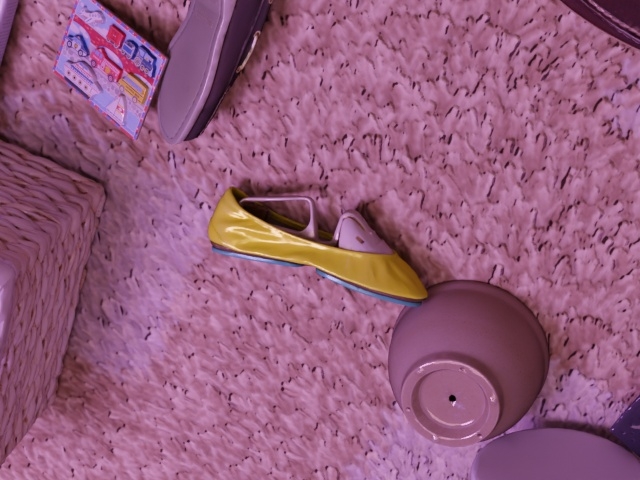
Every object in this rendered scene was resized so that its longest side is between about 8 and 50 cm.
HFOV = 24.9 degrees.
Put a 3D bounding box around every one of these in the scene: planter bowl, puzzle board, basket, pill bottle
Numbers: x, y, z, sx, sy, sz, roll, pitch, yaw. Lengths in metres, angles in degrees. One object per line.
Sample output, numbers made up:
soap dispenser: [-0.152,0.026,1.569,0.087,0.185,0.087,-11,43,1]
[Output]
planter bowl: [0.137,0.134,1.418,0.162,0.109,0.162,6,115,14]
puzzle board: [-0.208,-0.171,1.414,0.128,0.011,0.096,40,121,24]
basket: [-0.435,0.059,1.472,0.331,0.266,0.328,22,118,6]
pill bottle: [0.229,0.384,1.450,0.204,0.204,0.361,6,115,14]

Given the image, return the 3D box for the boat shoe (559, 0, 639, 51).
boat shoe: [0.196,-0.272,1.206,0.342,0.123,0.123,46,118,-6]

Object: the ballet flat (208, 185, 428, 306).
ballet flat: [0.000,0.000,1.424,0.231,0.077,0.077,16,101,12]

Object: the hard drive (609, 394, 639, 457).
hard drive: [0.418,0.145,1.366,0.172,0.054,0.254,41,119,-3]

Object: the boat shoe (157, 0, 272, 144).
boat shoe: [-0.092,-0.188,1.360,0.081,0.069,0.227,49,129,39]

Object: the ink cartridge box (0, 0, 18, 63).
ink cartridge box: [-0.416,-0.231,1.436,0.223,0.045,0.224,23,105,6]
